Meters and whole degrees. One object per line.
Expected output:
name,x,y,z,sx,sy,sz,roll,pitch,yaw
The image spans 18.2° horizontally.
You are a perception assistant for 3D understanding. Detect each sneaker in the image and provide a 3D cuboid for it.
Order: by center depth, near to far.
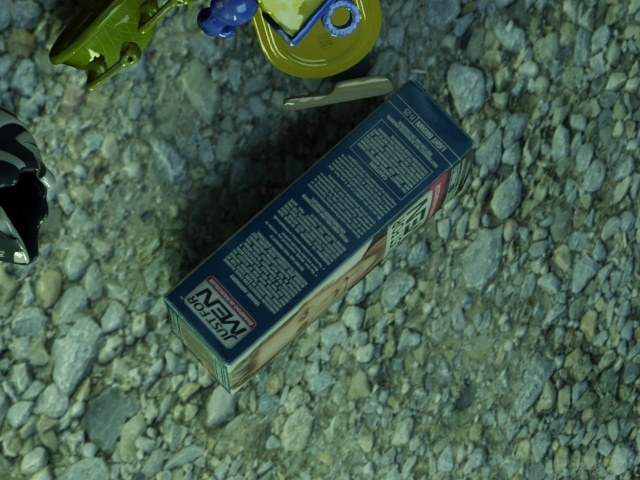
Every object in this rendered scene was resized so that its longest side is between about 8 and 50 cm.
sneaker,-0.334,-0.006,1.817,0.235,0.153,0.094,-41,136,-11

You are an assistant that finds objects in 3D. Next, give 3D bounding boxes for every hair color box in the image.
hair color box,0.000,0.000,2.098,0.347,0.105,0.174,-41,170,-10

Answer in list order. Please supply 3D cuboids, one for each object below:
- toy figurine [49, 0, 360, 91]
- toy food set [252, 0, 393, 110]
toy figurine,-0.050,-0.231,1.842,0.362,0.191,0.217,-49,124,4
toy food set,-0.008,-0.238,2.011,0.128,0.071,0.218,-16,130,-2
